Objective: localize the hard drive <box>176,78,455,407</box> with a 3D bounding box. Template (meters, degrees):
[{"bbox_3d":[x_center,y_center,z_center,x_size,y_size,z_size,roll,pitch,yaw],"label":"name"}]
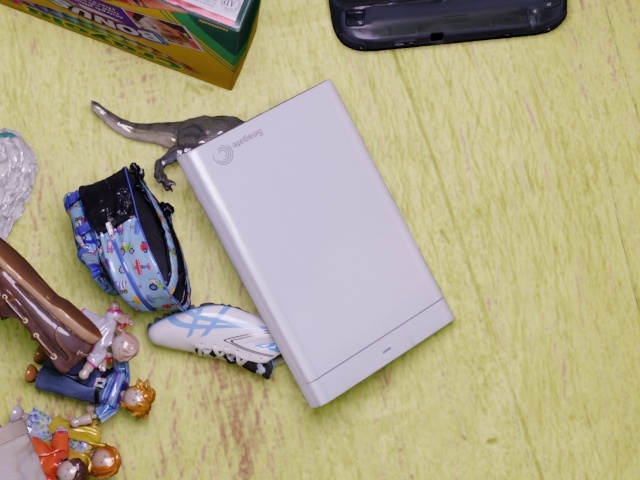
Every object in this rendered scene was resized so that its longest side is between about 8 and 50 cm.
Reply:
[{"bbox_3d":[0.000,0.000,1.844,0.233,0.047,0.353,-30,95,-28],"label":"hard drive"}]

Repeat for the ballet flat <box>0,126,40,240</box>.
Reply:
[{"bbox_3d":[-0.490,0.033,1.819,0.147,0.147,0.409,25,85,-2],"label":"ballet flat"}]

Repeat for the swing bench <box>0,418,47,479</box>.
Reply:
[{"bbox_3d":[-0.426,0.379,1.703,0.255,0.165,0.253,-25,86,13],"label":"swing bench"}]

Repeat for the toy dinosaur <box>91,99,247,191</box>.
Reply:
[{"bbox_3d":[-0.164,-0.117,1.890,0.268,0.064,0.118,2,70,-5],"label":"toy dinosaur"}]

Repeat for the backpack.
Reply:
[{"bbox_3d":[-0.231,0.017,1.808,0.117,0.158,0.173,-23,65,2],"label":"backpack"}]

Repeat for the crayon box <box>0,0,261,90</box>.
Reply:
[{"bbox_3d":[-0.255,-0.319,1.772,0.363,0.313,0.106,21,81,-2],"label":"crayon box"}]

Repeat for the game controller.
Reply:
[{"bbox_3d":[0.168,-0.344,1.942,0.319,0.067,0.166,-6,72,-5],"label":"game controller"}]

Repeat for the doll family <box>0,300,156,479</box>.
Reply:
[{"bbox_3d":[-0.299,0.207,1.838,0.163,0.118,0.263,18,77,13],"label":"doll family"}]

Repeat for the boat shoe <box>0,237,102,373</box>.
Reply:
[{"bbox_3d":[-0.361,0.073,1.767,0.207,0.073,0.073,45,99,1],"label":"boat shoe"}]

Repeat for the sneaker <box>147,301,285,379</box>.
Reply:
[{"bbox_3d":[-0.103,0.131,1.860,0.237,0.085,0.086,4,67,-5],"label":"sneaker"}]
